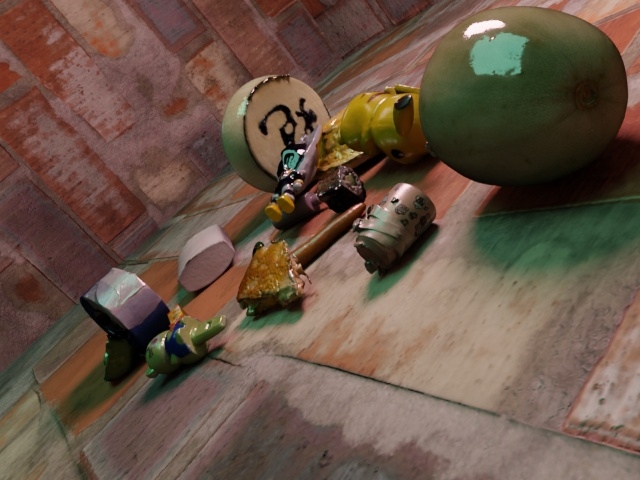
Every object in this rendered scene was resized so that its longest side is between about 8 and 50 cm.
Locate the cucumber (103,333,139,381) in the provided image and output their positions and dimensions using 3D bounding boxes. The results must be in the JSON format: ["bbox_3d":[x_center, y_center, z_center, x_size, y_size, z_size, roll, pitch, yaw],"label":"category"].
[{"bbox_3d":[-0.511,0.294,1.468,0.086,0.115,0.193,1,-7,-28],"label":"cucumber"}]

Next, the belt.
[{"bbox_3d":[-0.510,0.183,1.517,0.117,0.212,0.347,-47,15,-26],"label":"belt"}]

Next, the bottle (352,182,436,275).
[{"bbox_3d":[0.113,-0.017,0.957,0.152,0.099,0.099,-47,19,-20],"label":"bottle"}]

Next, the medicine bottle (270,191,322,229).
[{"bbox_3d":[-0.043,-0.087,1.493,0.199,0.057,0.057,-26,22,36],"label":"medicine bottle"}]

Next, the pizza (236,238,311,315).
[{"bbox_3d":[-0.084,0.074,1.143,0.226,0.069,0.147,-20,52,49],"label":"pizza"}]

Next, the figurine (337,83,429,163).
[{"bbox_3d":[0.181,-0.263,1.296,0.218,0.169,0.327,-7,19,-26],"label":"figurine"}]

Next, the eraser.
[{"bbox_3d":[-0.341,0.045,1.704,0.174,0.094,0.270,-40,18,-3],"label":"eraser"}]

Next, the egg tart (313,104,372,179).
[{"bbox_3d":[0.097,-0.299,1.608,0.341,0.132,0.341,-34,17,12],"label":"egg tart"}]

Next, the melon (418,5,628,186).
[{"bbox_3d":[0.276,-0.200,0.823,0.272,0.271,0.308,-42,46,-8],"label":"melon"}]

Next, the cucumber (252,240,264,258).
[{"bbox_3d":[-0.157,0.039,1.458,0.036,0.033,0.184,-62,13,14],"label":"cucumber"}]

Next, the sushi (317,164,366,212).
[{"bbox_3d":[0.046,-0.113,1.326,0.084,0.094,0.098,-30,36,38],"label":"sushi"}]

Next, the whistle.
[{"bbox_3d":[-0.283,0.212,1.201,0.228,0.085,0.105,-30,29,25],"label":"whistle"}]

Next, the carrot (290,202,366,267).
[{"bbox_3d":[0.000,0.000,1.227,0.248,0.043,0.043,-39,18,-4],"label":"carrot"}]

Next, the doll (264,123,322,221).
[{"bbox_3d":[-0.066,-0.179,1.495,0.316,0.103,0.145,-72,6,-45],"label":"doll"}]

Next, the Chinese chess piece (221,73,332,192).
[{"bbox_3d":[-0.120,-0.313,1.713,0.147,0.349,0.349,-3,39,52],"label":"Chinese chess piece"}]

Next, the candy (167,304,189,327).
[{"bbox_3d":[-0.321,0.195,1.353,0.038,0.062,0.122,-43,19,-10],"label":"candy"}]
